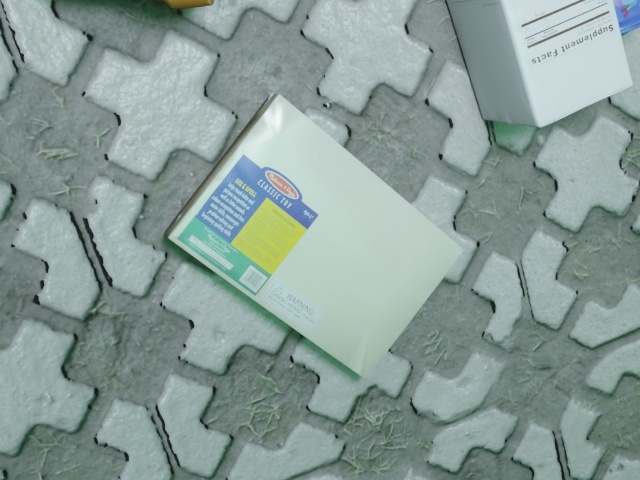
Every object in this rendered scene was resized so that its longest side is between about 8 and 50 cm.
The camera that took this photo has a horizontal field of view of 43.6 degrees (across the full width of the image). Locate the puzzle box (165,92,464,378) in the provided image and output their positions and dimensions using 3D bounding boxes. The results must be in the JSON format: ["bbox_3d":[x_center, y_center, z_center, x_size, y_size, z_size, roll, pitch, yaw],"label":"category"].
[{"bbox_3d":[0.000,0.000,1.256,0.409,0.052,0.272,38,90,-21],"label":"puzzle box"}]

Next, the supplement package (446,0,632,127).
[{"bbox_3d":[0.317,-0.342,1.209,0.175,0.177,0.293,-25,109,-11],"label":"supplement package"}]

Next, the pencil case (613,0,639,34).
[{"bbox_3d":[0.443,-0.469,1.251,0.133,0.119,0.306,-18,107,-15],"label":"pencil case"}]

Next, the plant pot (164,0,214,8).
[{"bbox_3d":[-0.246,-0.395,1.025,0.187,0.205,0.205,-7,105,0],"label":"plant pot"}]
